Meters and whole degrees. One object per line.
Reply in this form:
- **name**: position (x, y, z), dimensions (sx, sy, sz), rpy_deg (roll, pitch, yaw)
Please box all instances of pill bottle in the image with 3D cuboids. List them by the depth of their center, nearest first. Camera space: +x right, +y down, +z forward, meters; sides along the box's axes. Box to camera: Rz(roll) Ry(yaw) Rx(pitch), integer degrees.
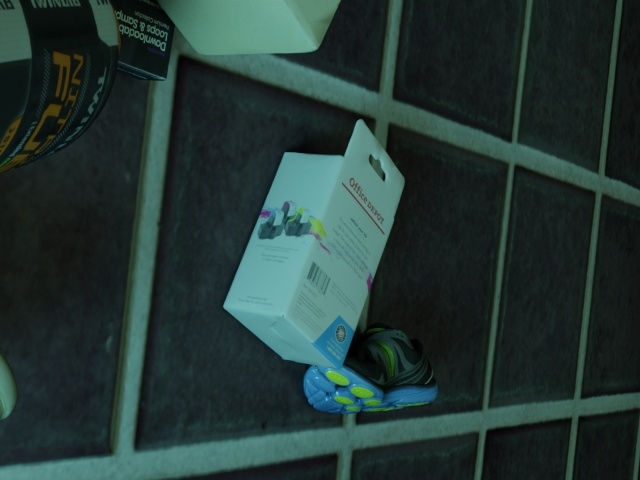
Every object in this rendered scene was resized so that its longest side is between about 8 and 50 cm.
- **pill bottle**: position (-0.178, -0.093, 0.557), dimensions (0.245, 0.130, 0.130), rpy_deg (-50, 139, -73)

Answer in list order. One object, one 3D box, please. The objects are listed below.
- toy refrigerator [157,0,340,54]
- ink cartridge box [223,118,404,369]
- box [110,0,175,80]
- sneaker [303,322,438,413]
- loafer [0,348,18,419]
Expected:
- **toy refrigerator**: position (-0.085, -0.235, 0.691), dimensions (0.269, 0.102, 0.094), rpy_deg (51, 53, -45)
- **ink cartridge box**: position (0.000, 0.000, 0.948), dimensions (0.104, 0.062, 0.181), rpy_deg (49, 55, -49)
- **box**: position (-0.134, -0.194, 0.743), dimensions (0.116, 0.029, 0.162), rpy_deg (14, 82, -56)
- **sneaker**: position (0.042, 0.114, 1.044), dimensions (0.188, 0.067, 0.078), rpy_deg (10, 65, -56)
- **loafer**: position (-0.257, 0.039, 0.531), dimensions (0.268, 0.102, 0.092), rpy_deg (42, 61, -41)
